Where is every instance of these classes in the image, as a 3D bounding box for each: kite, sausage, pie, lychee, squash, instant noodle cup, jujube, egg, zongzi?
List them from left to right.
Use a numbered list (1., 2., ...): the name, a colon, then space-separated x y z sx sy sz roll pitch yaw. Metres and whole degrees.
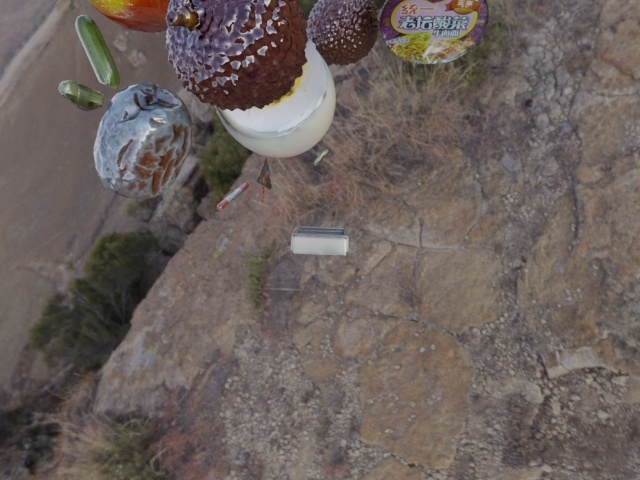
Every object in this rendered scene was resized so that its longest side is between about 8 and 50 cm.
1. zongzi: -0.650 -0.379 1.233 0.119 0.109 0.055 -1 77 41
2. squash: -0.685 -0.577 1.436 0.069 0.238 0.069 -23 4 2
3. jujube: -0.473 -0.252 1.256 0.308 0.215 0.246 -59 2 41
4. sausage: -0.355 -0.182 1.900 0.029 0.029 0.223 -10 27 36
5. lychee: -0.151 -0.361 0.824 0.264 0.300 0.264 5 100 28
6. kite: -0.223 -0.244 1.835 0.009 0.232 0.189 4 86 9
7. egg: -0.123 -0.419 1.463 0.355 0.340 0.354 -1 81 8
8. pie: 0.003 -0.330 1.844 0.085 0.017 0.085 -48 1 1
9. lychee: 0.080 -0.788 1.722 0.276 0.275 0.304 9 46 44
10. instant noodle cup: 0.363 -0.786 1.503 0.340 0.340 0.265 -12 58 35

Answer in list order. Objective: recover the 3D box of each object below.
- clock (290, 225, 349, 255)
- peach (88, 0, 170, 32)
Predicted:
1. clock: 0.000 0.000 1.585 0.192 0.147 0.071 3 102 3
2. peach: -0.459 -0.769 1.231 0.417 0.353 0.338 -26 68 17
